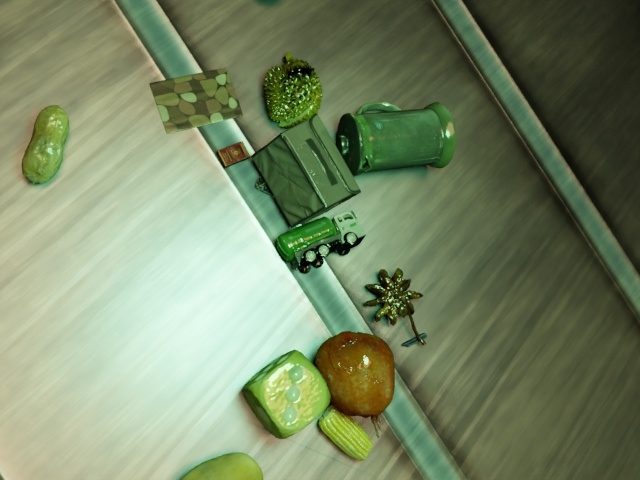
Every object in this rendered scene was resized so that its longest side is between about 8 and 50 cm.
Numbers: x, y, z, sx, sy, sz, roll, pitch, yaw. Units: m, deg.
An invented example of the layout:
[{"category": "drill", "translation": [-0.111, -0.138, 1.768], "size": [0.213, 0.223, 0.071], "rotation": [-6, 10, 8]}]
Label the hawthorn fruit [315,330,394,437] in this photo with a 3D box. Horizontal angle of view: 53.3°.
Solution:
[{"category": "hawthorn fruit", "translation": [0.108, 0.384, 1.703], "size": [0.211, 0.211, 0.299], "rotation": [-15, 84, -22]}]

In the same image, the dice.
[{"category": "dice", "translation": [-0.087, 0.396, 1.650], "size": [0.169, 0.169, 0.166], "rotation": [-35, 92, -23]}]

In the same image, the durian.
[{"category": "durian", "translation": [-0.070, -0.457, 1.868], "size": [0.193, 0.138, 0.238], "rotation": [-7, 80, -21]}]

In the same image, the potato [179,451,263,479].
[{"category": "potato", "translation": [-0.247, 0.621, 1.568], "size": [0.233, 0.146, 0.150], "rotation": [-20, 115, -23]}]

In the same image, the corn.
[{"category": "corn", "translation": [0.071, 0.524, 1.737], "size": [0.165, 0.063, 0.085], "rotation": [43, 44, -8]}]

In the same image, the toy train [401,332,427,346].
[{"category": "toy train", "translation": [0.277, 0.296, 1.885], "size": [0.083, 0.017, 0.017], "rotation": [-22, 93, -23]}]

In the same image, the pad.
[{"category": "pad", "translation": [-0.352, -0.402, 1.827], "size": [0.234, 0.003, 0.158], "rotation": [-18, 84, -23]}]

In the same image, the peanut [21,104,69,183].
[{"category": "peanut", "translation": [-0.695, -0.246, 1.628], "size": [0.099, 0.099, 0.214], "rotation": [15, 68, -16]}]

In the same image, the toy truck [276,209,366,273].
[{"category": "toy truck", "translation": [0.000, 0.000, 1.812], "size": [0.242, 0.101, 0.125], "rotation": [-22, 74, -20]}]

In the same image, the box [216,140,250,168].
[{"category": "box", "translation": [-0.248, -0.244, 1.817], "size": [0.082, 0.023, 0.052], "rotation": [-26, 88, -23]}]

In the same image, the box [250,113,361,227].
[{"category": "box", "translation": [-0.045, -0.190, 1.781], "size": [0.153, 0.188, 0.252], "rotation": [-30, 92, -39]}]

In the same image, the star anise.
[{"category": "star anise", "translation": [0.239, 0.180, 1.869], "size": [0.233, 0.073, 0.177], "rotation": [28, 74, -15]}]

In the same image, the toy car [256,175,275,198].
[{"category": "toy car", "translation": [-0.141, -0.148, 1.832], "size": [0.093, 0.025, 0.041], "rotation": [33, 65, -19]}]

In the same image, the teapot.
[{"category": "teapot", "translation": [0.200, -0.321, 1.918], "size": [0.336, 0.200, 0.271], "rotation": [-9, 55, -19]}]
